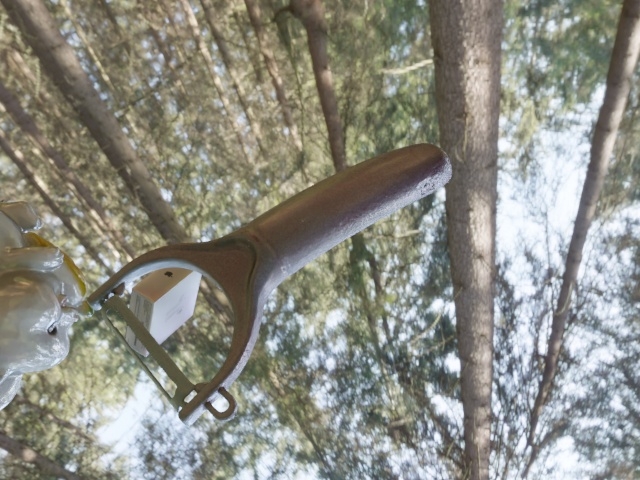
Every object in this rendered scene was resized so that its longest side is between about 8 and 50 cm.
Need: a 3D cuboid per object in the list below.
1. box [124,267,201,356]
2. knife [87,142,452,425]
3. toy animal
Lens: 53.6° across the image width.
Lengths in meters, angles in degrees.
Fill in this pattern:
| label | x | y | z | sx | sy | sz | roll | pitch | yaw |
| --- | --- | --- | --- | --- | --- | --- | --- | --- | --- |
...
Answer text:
| label | x | y | z | sx | sy | sz | roll | pitch | yaw |
| --- | --- | --- | --- | --- | --- | --- | --- | --- | --- |
| box | -0.261 | 0.103 | 1.055 | 0.051 | 0.130 | 0.129 | 30 | -142 | 12 |
| knife | 0.000 | -0.001 | 0.415 | 0.278 | 0.053 | 0.123 | -33 | -118 | -28 |
| toy animal | -0.466 | 0.081 | 0.914 | 0.247 | 0.183 | 0.310 | -24 | -93 | -30 |
